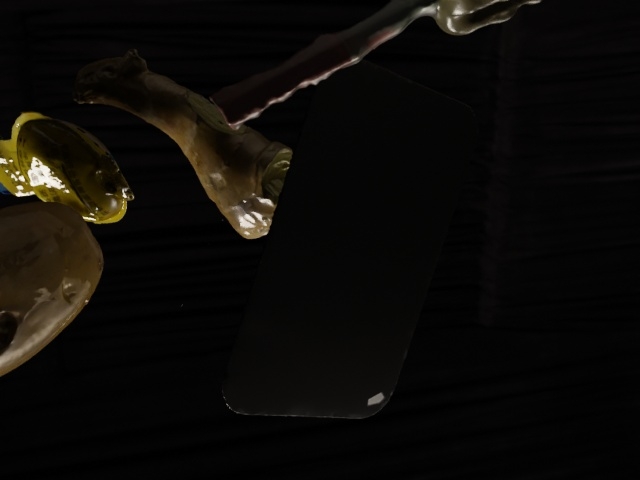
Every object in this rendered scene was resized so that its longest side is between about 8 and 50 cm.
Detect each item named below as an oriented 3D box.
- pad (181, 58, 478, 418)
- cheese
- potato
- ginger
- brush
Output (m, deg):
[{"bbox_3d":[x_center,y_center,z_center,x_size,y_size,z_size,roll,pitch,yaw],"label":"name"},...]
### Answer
[{"bbox_3d":[0.000,0.000,0.863,0.063,0.315,0.375,24,97,48],"label":"pad"},{"bbox_3d":[-0.306,-0.080,0.918,0.064,0.250,0.156,-57,-41,-37],"label":"cheese"},{"bbox_3d":[-0.321,0.052,0.812,0.146,0.234,0.150,-8,112,45],"label":"potato"},{"bbox_3d":[-0.143,-0.108,0.915,0.086,0.295,0.131,-54,-4,-39],"label":"ginger"},{"bbox_3d":[0.061,-0.161,0.568,0.084,0.301,0.071,59,172,19],"label":"brush"}]
